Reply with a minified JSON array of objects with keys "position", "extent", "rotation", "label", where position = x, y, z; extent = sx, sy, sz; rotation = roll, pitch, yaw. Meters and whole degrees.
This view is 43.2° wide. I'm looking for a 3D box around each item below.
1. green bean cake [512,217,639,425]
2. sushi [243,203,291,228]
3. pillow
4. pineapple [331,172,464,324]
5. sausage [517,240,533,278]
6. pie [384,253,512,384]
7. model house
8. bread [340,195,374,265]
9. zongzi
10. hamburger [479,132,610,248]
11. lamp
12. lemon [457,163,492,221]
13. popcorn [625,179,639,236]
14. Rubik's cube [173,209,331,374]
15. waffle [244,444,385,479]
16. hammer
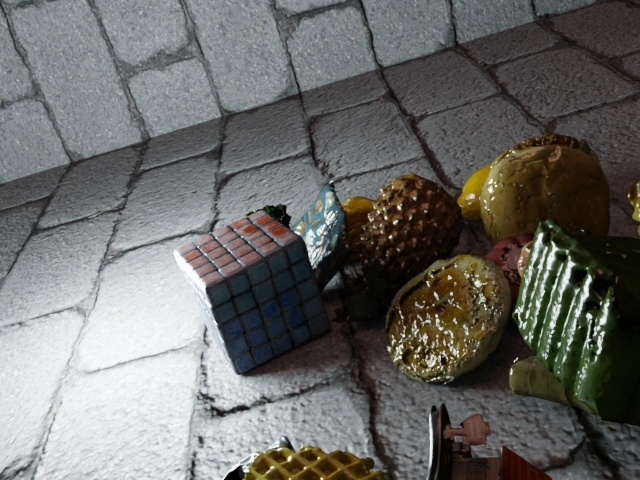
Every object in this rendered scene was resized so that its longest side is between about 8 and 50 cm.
[{"position":[0.499,0.112,1.246],"extent":[0.319,0.218,0.335],"rotation":[2,28,-15],"label":"green bean cake"},{"position":[-0.136,-0.010,2.043],"extent":[0.140,0.149,0.287],"rotation":[-29,23,11],"label":"sushi"},{"position":[0.001,0.000,1.882],"extent":[0.189,0.034,0.255],"rotation":[-51,34,30],"label":"pillow"},{"position":[0.156,0.047,1.730],"extent":[0.223,0.223,0.357],"rotation":[8,55,41],"label":"pineapple"},{"position":[0.470,0.058,1.459],"extent":[0.289,0.086,0.086],"rotation":[11,12,-30],"label":"sausage"},{"position":[0.235,0.141,1.518],"extent":[0.274,0.055,0.274],"rotation":[-26,45,30],"label":"pie"},{"position":[0.228,0.361,1.052],"extent":[0.154,0.207,0.294],"rotation":[-7,29,15],"label":"model house"},{"position":[0.061,-0.028,2.019],"extent":[0.235,0.099,0.210],"rotation":[-29,29,-20],"label":"bread"},{"position":[0.417,0.210,1.366],"extent":[0.160,0.078,0.176],"rotation":[11,30,33],"label":"zongzi"},{"position":[0.457,-0.074,1.652],"extent":[0.259,0.283,0.144],"rotation":[-14,18,18],"label":"hamburger"},{"position":[0.399,0.076,1.568],"extent":[0.182,0.140,0.182],"rotation":[-6,56,9],"label":"lamp"},{"position":[0.411,-0.107,1.911],"extent":[0.187,0.142,0.142],"rotation":[-22,24,16],"label":"lemon"},{"position":[0.753,-0.053,1.527],"extent":[0.332,0.225,0.265],"rotation":[22,54,22],"label":"popcorn"},{"position":[-0.145,0.105,1.744],"extent":[0.237,0.237,0.238],"rotation":[-27,28,-14],"label":"Rubik's cube"},{"position":[-0.013,0.398,1.217],"extent":[0.245,0.052,0.254],"rotation":[2,25,3],"label":"waffle"},{"position":[-0.034,0.447,1.229],"extent":[0.152,0.044,0.427],"rotation":[-27,28,-16],"label":"hammer"}]
